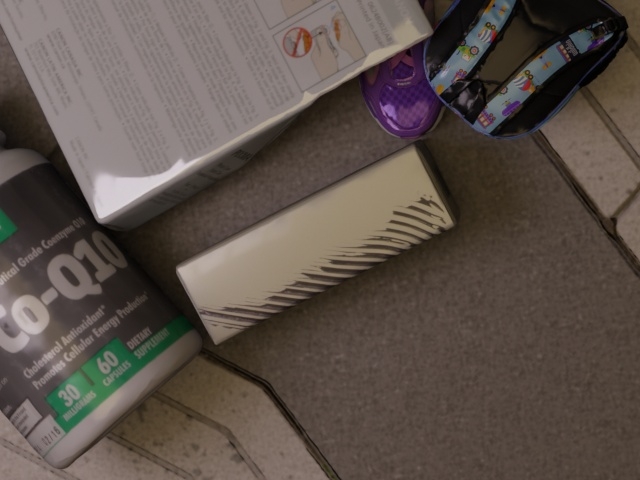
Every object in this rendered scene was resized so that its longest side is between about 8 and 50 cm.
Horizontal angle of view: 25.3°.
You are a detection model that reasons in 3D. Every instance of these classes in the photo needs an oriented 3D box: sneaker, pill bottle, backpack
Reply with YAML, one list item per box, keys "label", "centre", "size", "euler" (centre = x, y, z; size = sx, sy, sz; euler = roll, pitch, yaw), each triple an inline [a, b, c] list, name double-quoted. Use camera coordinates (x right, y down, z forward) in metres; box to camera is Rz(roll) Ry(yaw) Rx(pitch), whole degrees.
- label: "sneaker"
  centre: [0.076, -0.218, 1.419]
  size: [0.095, 0.104, 0.236]
  euler: [-3, 96, 7]
- label: "pill bottle"
  centre: [-0.307, 0.037, 1.449]
  size: [0.204, 0.204, 0.361]
  euler: [-42, 88, 10]
- label: "backpack"
  centre: [0.190, -0.186, 1.390]
  size: [0.158, 0.117, 0.173]
  euler: [41, 93, 2]

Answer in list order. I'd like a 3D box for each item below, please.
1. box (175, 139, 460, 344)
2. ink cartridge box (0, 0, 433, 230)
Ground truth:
- label: "box"
  centre: [0.000, 0.000, 1.448]
  size: [0.275, 0.113, 0.094]
  euler: [-27, 92, 11]
- label: "ink cartridge box"
  centre: [-0.116, -0.233, 1.434]
  size: [0.385, 0.091, 0.308]
  euler: [-29, 80, 9]
